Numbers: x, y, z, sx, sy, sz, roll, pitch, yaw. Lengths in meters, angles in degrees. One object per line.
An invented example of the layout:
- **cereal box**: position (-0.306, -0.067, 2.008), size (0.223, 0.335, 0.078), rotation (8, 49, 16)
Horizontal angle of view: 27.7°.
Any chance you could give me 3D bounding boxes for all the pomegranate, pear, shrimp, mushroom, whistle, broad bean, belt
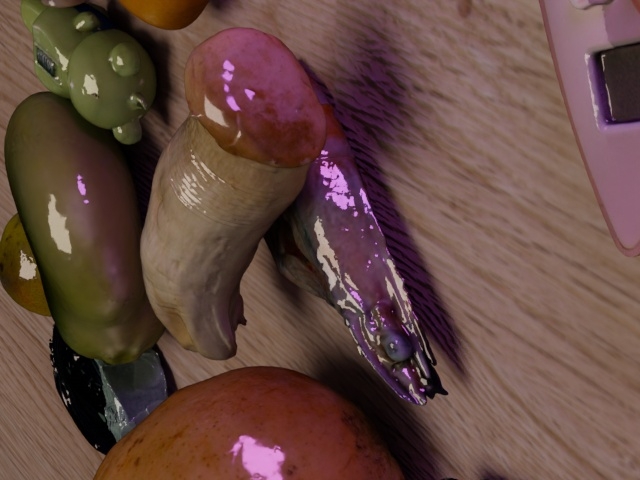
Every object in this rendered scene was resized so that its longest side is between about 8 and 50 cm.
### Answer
- **pomegranate**: position (-0.050, 0.230, 1.040), size (0.260, 0.260, 0.260), rotation (36, 136, 45)
- **pear**: position (-0.320, 0.027, 1.506), size (0.141, 0.104, 0.141), rotation (40, 142, 40)
- **shrimp**: position (0.000, 0.000, 1.001), size (0.317, 0.062, 0.164), rotation (62, 154, 22)
- **mushroom**: position (-0.076, -0.022, 0.973), size (0.123, 0.095, 0.351), rotation (50, 152, 17)
- **whistle**: position (-0.226, -0.176, 1.241), size (0.227, 0.085, 0.105), rotation (41, 139, 39)
- **broad bean**: position (-0.238, -0.011, 1.314), size (0.238, 0.119, 0.291), rotation (-160, 52, -76)
- **belt**: position (-0.236, 0.155, 1.464), size (0.198, 0.078, 0.151), rotation (42, 136, 44)

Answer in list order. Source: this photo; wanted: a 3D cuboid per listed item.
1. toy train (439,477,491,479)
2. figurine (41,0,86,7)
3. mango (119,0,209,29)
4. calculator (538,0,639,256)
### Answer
- **toy train**: position (0.127, 0.256, 0.930), size (0.104, 0.071, 0.178), rotation (-5, 104, 52)
- **figurine**: position (-0.352, -0.302, 1.041), size (0.266, 0.378, 0.361), rotation (11, 128, 22)
- **mango**: position (-0.140, -0.276, 1.000), size (0.154, 0.126, 0.252), rotation (17, 133, 32)
- **calculator**: position (0.182, -0.156, 0.620), size (0.220, 0.048, 0.330), rotation (-1, 104, 60)
